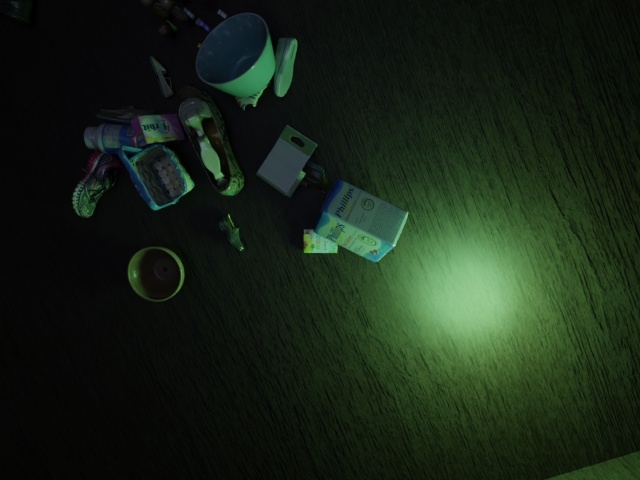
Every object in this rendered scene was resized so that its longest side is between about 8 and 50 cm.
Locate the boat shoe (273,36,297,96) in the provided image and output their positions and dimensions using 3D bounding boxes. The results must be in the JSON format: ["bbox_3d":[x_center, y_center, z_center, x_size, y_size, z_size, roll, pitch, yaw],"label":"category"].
[{"bbox_3d":[-0.153,-0.682,1.594,0.076,0.083,0.226,18,93,21],"label":"boat shoe"}]

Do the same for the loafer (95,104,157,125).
[{"bbox_3d":[-0.787,-0.506,1.667,0.251,0.094,0.087,6,75,-5],"label":"loafer"}]

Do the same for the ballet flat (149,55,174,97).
[{"bbox_3d":[-0.644,-0.667,1.647,0.052,0.057,0.168,-21,101,-21],"label":"ballet flat"}]

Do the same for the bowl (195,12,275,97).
[{"bbox_3d":[-0.293,-0.666,1.521,0.311,0.163,0.311,-8,68,21],"label":"bowl"}]

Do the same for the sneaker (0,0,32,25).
[{"bbox_3d":[-1.300,-0.978,1.631,0.286,0.109,0.130,19,93,-8],"label":"sneaker"}]

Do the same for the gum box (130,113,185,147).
[{"bbox_3d":[-0.640,-0.439,1.613,0.062,0.188,0.107,-11,100,39],"label":"gum box"}]

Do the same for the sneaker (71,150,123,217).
[{"bbox_3d":[-0.937,-0.229,1.695,0.112,0.121,0.299,27,99,-2],"label":"sneaker"}]

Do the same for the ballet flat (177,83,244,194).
[{"bbox_3d":[-0.447,-0.403,1.597,0.164,0.182,0.483,-22,96,8],"label":"ballet flat"}]

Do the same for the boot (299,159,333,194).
[{"bbox_3d":[0.013,-0.247,1.635,0.219,0.082,0.106,21,102,3],"label":"boot"}]

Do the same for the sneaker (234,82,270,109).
[{"bbox_3d":[-0.262,-0.583,1.626,0.161,0.057,0.075,-26,111,7],"label":"sneaker"}]

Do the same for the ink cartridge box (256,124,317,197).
[{"bbox_3d":[-0.129,-0.316,1.621,0.171,0.056,0.235,37,97,20],"label":"ink cartridge box"}]

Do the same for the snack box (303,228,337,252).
[{"bbox_3d":[0.000,0.000,1.694,0.141,0.037,0.100,0,99,4],"label":"snack box"}]

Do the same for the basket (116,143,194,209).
[{"bbox_3d":[-0.640,-0.244,1.582,0.201,0.289,0.255,-27,94,8],"label":"basket"}]

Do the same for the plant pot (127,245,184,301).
[{"bbox_3d":[-0.688,0.133,1.734,0.237,0.110,0.237,1,99,4],"label":"plant pot"}]

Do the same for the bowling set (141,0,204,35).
[{"bbox_3d":[-0.582,-0.890,1.513,0.287,0.154,0.200,14,94,18],"label":"bowling set"}]

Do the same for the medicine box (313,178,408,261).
[{"bbox_3d":[0.141,-0.067,1.542,0.289,0.263,0.149,25,73,0],"label":"medicine box"}]

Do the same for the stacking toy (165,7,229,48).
[{"bbox_3d":[-0.488,-0.868,1.597,0.221,0.052,0.167,36,99,-1],"label":"stacking toy"}]

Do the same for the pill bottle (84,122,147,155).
[{"bbox_3d":[-0.818,-0.407,1.631,0.221,0.124,0.124,4,99,2],"label":"pill bottle"}]

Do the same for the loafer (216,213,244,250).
[{"bbox_3d":[-0.369,-0.033,1.709,0.061,0.062,0.170,-35,96,4],"label":"loafer"}]
